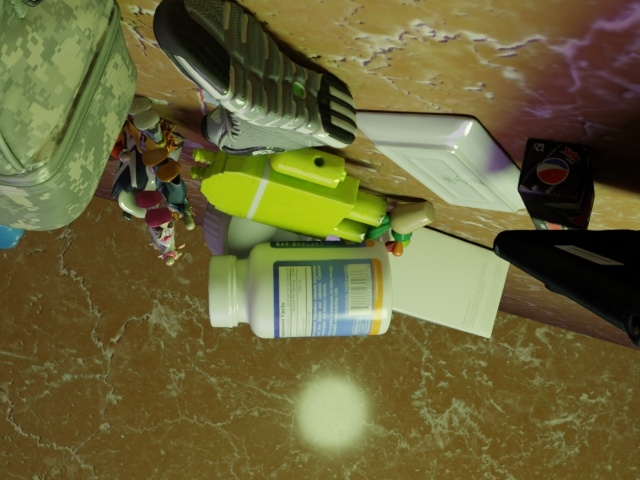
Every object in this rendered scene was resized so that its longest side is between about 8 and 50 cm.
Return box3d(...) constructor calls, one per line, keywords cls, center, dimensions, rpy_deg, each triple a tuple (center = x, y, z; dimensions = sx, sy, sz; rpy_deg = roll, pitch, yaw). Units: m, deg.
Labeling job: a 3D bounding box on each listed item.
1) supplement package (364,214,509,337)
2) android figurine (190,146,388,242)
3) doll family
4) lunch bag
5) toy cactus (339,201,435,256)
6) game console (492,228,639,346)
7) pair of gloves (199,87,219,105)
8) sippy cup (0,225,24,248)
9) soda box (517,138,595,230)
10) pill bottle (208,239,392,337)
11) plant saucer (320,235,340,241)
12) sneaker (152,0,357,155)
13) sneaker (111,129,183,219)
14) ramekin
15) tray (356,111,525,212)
box3d(cls="supplement package", center=(0.206, 0.072, 1.284), dimensions=(0.293, 0.175, 0.177), rpy_deg=(18, 175, -19))
box3d(cls="android figurine", center=(-0.051, -0.066, 0.877), dimensions=(0.273, 0.056, 0.248), rpy_deg=(17, 161, -7))
box3d(cls="doll family", center=(-0.231, -0.098, 0.894), dimensions=(0.118, 0.262, 0.163), rpy_deg=(-27, 168, -15))
box3d(cls="lunch bag", center=(-0.317, -0.160, 0.453), dimensions=(0.305, 0.212, 0.256), rpy_deg=(15, 157, 0))
box3d(cls="toy cactus", center=(0.109, -0.034, 1.045), dimensions=(0.181, 0.112, 0.219), rpy_deg=(-16, 147, 39))
box3d(cls="game console", center=(0.345, 0.036, 0.481), dimensions=(0.342, 0.060, 0.386), rpy_deg=(-1, -174, 2))
box3d(cls="pair of gloves", center=(-0.059, -0.148, 0.691), dimensions=(0.159, 0.023, 0.198), rpy_deg=(17, 173, -12))
box3d(cls="sippy cup", center=(-0.412, -0.109, 0.688), dimensions=(0.240, 0.223, 0.306), rpy_deg=(14, 157, -43))
box3d(cls="soda box", center=(0.251, -0.049, 0.650), dimensions=(0.060, 0.053, 0.169), rpy_deg=(13, 174, 28))
box3d(cls="pill bottle", center=(-0.033, 0.076, 0.974), dimensions=(0.272, 0.152, 0.152), rpy_deg=(-1, 175, -4))
box3d(cls="plant saucer", center=(0.000, 0.000, 1.528), dimensions=(0.401, 0.100, 0.400), rpy_deg=(15, 174, 2))
box3d(cls="sneaker", center=(-0.080, -0.121, 0.548), dimensions=(0.132, 0.086, 0.229), rpy_deg=(-11, 159, 36))
box3d(cls="sneaker", center=(-0.326, -0.112, 1.076), dimensions=(0.094, 0.152, 0.235), rpy_deg=(24, 170, -42))
box3d(cls="ramekin", center=(-0.107, -0.028, 1.097), dimensions=(0.207, 0.207, 0.109), rpy_deg=(21, -179, -43))
box3d(cls="tray", center=(0.155, -0.081, 0.722), dimensions=(0.145, 0.030, 0.270), rpy_deg=(10, 172, 36))
